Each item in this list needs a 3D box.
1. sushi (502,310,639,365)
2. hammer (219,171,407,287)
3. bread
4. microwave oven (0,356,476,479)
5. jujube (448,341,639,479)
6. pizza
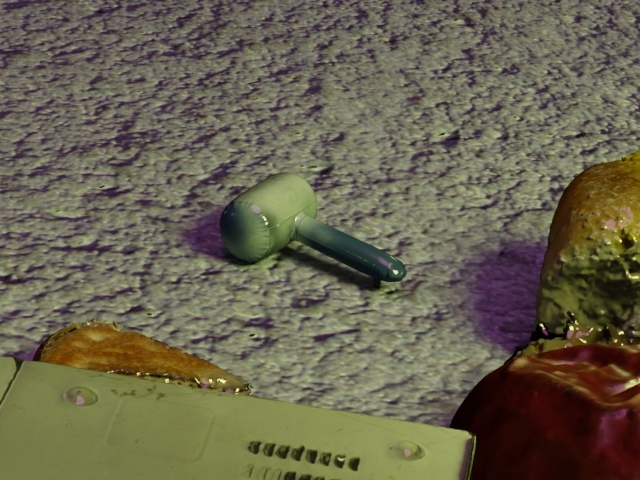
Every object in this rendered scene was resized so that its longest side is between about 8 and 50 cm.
[{"bbox_3d":[0.251,0.132,1.746,0.212,0.115,0.147,0,30,-8],"label":"sushi"},{"bbox_3d":[0.000,0.000,1.993,0.194,0.069,0.116,25,33,23],"label":"hammer"},{"bbox_3d":[0.315,0.020,1.895,0.195,0.176,0.246,10,30,14],"label":"bread"},{"bbox_3d":[-0.089,0.292,1.110,0.333,0.394,0.247,8,30,4],"label":"microwave oven"},{"bbox_3d":[0.252,0.225,1.445,0.276,0.276,0.377,-11,25,-28],"label":"jujube"},{"bbox_3d":[-0.156,0.124,1.754,0.195,0.052,0.185,13,17,8],"label":"pizza"}]
